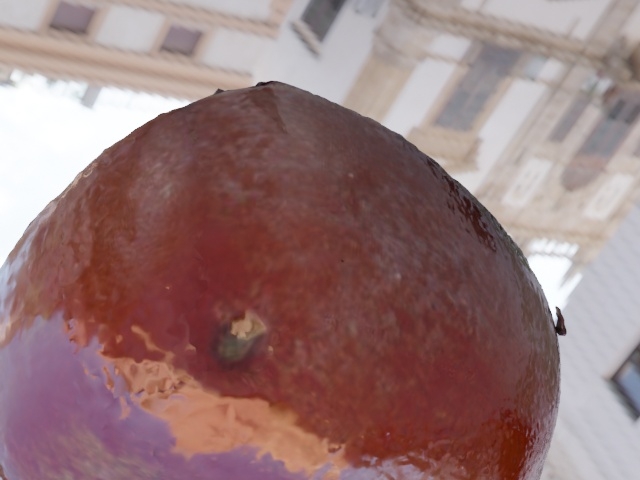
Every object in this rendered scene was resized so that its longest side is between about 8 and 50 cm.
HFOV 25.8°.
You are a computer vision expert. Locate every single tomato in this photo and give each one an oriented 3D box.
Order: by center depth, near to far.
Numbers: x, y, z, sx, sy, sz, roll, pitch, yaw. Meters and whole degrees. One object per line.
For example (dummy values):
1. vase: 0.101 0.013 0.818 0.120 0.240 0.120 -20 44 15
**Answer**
1. tomato: -0.025 0.104 0.732 0.338 0.338 0.143 22 -152 -18
